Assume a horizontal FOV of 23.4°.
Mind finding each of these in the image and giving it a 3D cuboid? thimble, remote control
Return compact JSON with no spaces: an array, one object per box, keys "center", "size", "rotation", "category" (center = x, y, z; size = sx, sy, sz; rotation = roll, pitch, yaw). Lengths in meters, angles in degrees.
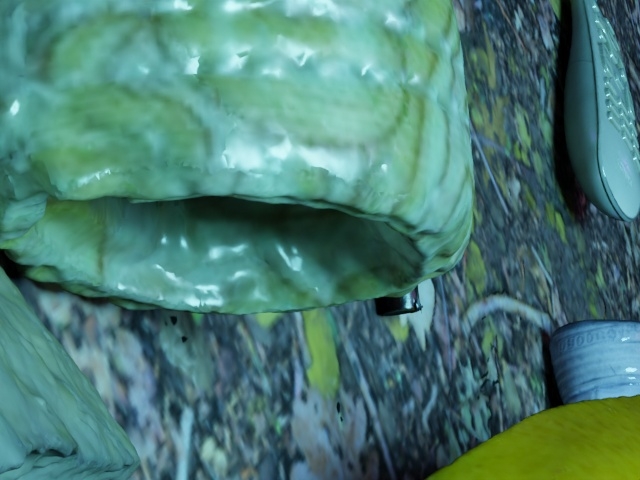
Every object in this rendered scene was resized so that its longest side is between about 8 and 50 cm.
[{"center":[-0.037,-0.062,0.480],"size":[0.190,0.137,0.144],"rotation":[18,62,-50],"category":"thimble"},{"center":[0.189,-0.098,1.068],"size":[0.073,0.044,0.229],"rotation":[50,28,-34],"category":"remote control"}]

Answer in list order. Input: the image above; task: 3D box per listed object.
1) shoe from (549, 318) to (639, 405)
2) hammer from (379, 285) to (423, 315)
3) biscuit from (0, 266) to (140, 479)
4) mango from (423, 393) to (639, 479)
[{"center":[0.214,0.156,0.950],"size":[0.245,0.095,0.138],"rotation":[45,44,-43],"category":"shoe"},{"center":[0.000,0.000,0.658],"size":[0.178,0.021,0.065],"rotation":[6,74,-63],"category":"hammer"},{"center":[-0.102,0.010,0.353],"size":[0.133,0.032,0.250],"rotation":[56,0,7],"category":"biscuit"},{"center":[0.133,0.169,0.669],"size":[0.201,0.199,0.350],"rotation":[-57,146,-5],"category":"mango"}]
